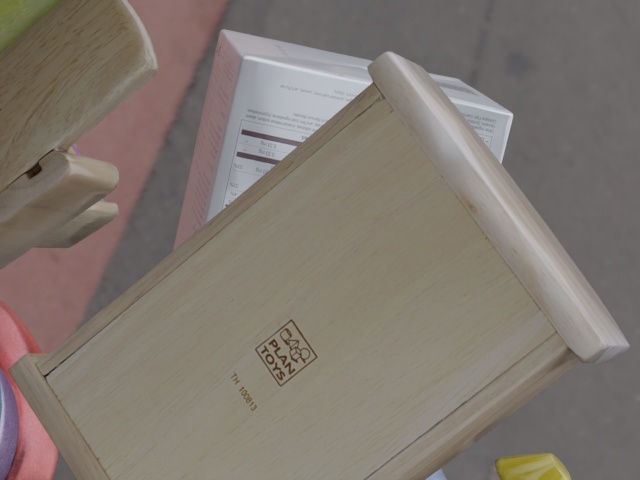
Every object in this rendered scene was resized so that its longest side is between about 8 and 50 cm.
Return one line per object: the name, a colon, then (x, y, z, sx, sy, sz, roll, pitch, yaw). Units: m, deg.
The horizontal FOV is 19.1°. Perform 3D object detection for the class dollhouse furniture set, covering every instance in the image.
dollhouse furniture set: (0.015, 0.016, 0.853, 0.286, 0.198, 0.303, 55, 14, 15)

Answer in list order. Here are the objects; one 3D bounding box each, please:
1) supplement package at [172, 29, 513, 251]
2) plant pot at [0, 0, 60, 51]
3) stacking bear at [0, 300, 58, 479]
supplement package: (0.000, 0.000, 1.398, 0.198, 0.262, 0.199, 11, 10, -9)
plant pot: (-0.142, -0.178, 0.668, 0.276, 0.254, 0.276, 40, 16, -14)
stacking bear: (-0.287, 0.082, 1.093, 0.164, 0.175, 0.289, 44, -1, 32)
